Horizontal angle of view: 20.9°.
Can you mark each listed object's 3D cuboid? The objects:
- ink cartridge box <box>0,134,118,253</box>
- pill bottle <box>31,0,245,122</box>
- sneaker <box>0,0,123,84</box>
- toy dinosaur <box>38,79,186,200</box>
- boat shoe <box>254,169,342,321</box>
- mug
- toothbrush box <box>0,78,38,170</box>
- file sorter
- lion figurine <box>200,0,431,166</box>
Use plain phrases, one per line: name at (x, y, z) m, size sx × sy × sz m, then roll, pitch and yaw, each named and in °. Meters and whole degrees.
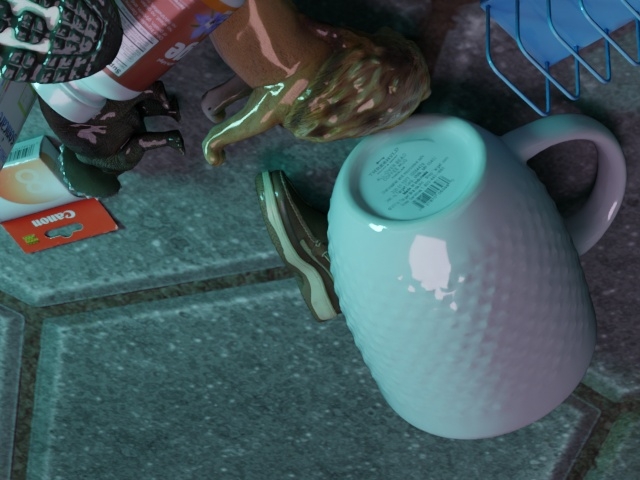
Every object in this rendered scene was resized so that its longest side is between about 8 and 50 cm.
ink cartridge box at (-0.355, -0.041, 2.122) m, size 0.145 × 0.045 × 0.179 m, roll -14°, pitch 133°, yaw 22°
pill bottle at (-0.185, -0.215, 1.698) m, size 0.216 × 0.121 × 0.121 m, roll -39°, pitch 125°, yaw 19°
sneaker at (-0.350, -0.284, 1.637) m, size 0.410 × 0.182 × 0.158 m, roll 29°, pitch 111°, yaw 9°
toy dinosaur at (-0.246, -0.148, 1.933) m, size 0.160 × 0.121 × 0.313 m, roll -16°, pitch 141°, yaw 4°
boat shoe at (-0.001, -0.006, 2.105) m, size 0.095 × 0.095 × 0.257 m, roll -20°, pitch 141°, yaw 6°
mug at (0.187, -0.002, 1.970) m, size 0.374 × 0.276 × 0.328 m, roll -33°, pitch 137°, yaw -6°
toothbrush box at (-0.445, -0.190, 1.770) m, size 0.283 × 0.122 × 0.206 m, roll 25°, pitch 171°, yaw 3°
file sorter at (0.268, -0.223, 1.805) m, size 0.170 × 0.104 × 0.118 m, roll -28°, pitch 129°, yaw 33°
lion figurine at (-0.073, -0.231, 1.808) m, size 0.240 × 0.142 × 0.392 m, roll -28°, pitch 126°, yaw 23°
